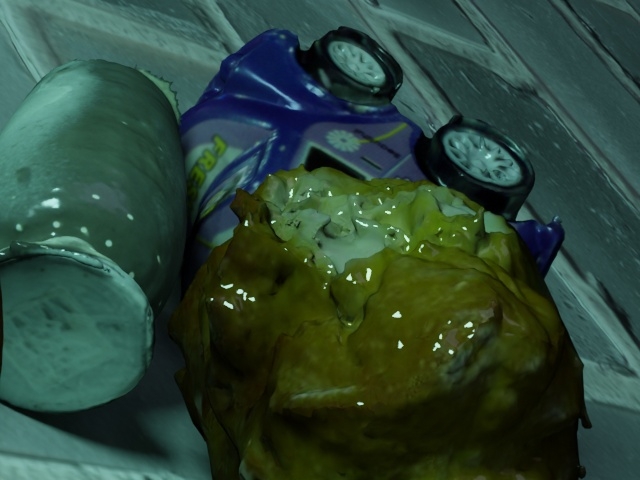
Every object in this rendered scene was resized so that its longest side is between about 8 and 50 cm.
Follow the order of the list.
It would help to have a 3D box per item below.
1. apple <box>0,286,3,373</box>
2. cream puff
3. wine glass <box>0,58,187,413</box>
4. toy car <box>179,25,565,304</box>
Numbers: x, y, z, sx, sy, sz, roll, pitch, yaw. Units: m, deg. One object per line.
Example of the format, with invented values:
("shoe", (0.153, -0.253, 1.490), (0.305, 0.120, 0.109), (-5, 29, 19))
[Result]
("apple", (-0.229, 0.026, 0.507), (0.301, 0.301, 0.301), (32, 23, -15))
("cream puff", (0.024, 0.072, 0.851), (0.154, 0.269, 0.241), (-12, 75, -13))
("wine glass", (-0.122, -0.008, 0.956), (0.111, 0.111, 0.204), (30, 27, -18))
("toy car", (0.000, 0.000, 1.069), (0.235, 0.172, 0.158), (39, 32, 14))
